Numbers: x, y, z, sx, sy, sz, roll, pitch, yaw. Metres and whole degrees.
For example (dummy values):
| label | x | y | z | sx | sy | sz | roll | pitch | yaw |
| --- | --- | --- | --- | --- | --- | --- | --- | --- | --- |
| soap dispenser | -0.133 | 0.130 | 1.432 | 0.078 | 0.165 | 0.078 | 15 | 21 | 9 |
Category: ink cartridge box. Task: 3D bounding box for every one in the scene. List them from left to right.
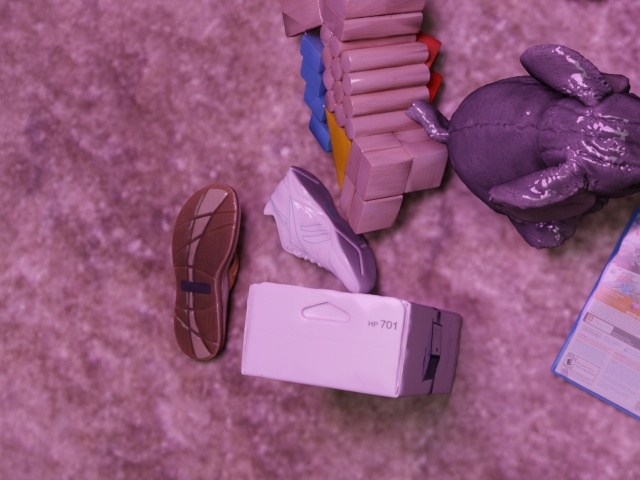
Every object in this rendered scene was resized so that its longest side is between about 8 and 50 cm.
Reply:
| label | x | y | z | sx | sy | sz | roll | pitch | yaw |
| --- | --- | --- | --- | --- | --- | --- | --- | --- | --- |
| ink cartridge box | 0.033 | 0.087 | 0.934 | 0.139 | 0.190 | 0.082 | 6 | 87 | 20 |

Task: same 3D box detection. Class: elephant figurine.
| label | x | y | z | sx | sy | sz | roll | pitch | yaw |
| --- | --- | --- | --- | --- | --- | --- | --- | --- | --- |
| elephant figurine | 0.206 | -0.081 | 0.846 | 0.186 | 0.239 | 0.169 | -27 | 94 | -6 |

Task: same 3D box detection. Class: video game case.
| label | x | y | z | sx | sy | sz | roll | pitch | yaw |
| --- | --- | --- | --- | --- | --- | --- | --- | --- | --- |
| video game case | 0.293 | 0.070 | 0.936 | 0.119 | 0.015 | 0.166 | 29 | 95 | 20 |

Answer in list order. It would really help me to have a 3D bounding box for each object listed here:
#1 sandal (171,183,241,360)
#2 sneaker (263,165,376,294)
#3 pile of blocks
| label | x | y | z | sx | sy | sz | roll | pitch | yaw |
| --- | --- | --- | --- | --- | --- | --- | --- | --- | --- |
| sandal | -0.109 | 0.030 | 1.071 | 0.072 | 0.049 | 0.180 | 11 | 103 | 26 |
| sneaker | 0.000 | 0.000 | 1.030 | 0.061 | 0.053 | 0.152 | -47 | 59 | 21 |
| pile of blocks | 0.048 | -0.194 | 1.009 | 0.112 | 0.149 | 0.362 | -11 | 99 | -25 |
